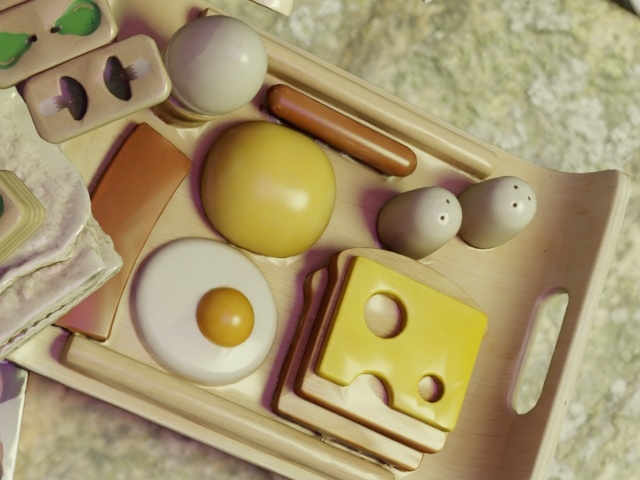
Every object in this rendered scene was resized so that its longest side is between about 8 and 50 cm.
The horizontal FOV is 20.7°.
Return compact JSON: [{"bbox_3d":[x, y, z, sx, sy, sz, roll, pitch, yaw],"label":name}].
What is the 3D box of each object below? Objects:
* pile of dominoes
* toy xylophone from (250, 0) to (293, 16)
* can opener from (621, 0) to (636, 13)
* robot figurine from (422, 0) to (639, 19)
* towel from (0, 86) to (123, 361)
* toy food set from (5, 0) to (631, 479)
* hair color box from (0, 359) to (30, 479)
[{"bbox_3d":[-0.208,-0.091,0.710,0.196,0.040,0.251,-42,85,4],"label":"pile of dominoes"},{"bbox_3d":[-0.087,-0.231,0.770,0.236,0.081,0.323,17,98,-4],"label":"toy xylophone"},{"bbox_3d":[0.263,-0.247,0.994,0.095,0.076,0.283,23,85,-16],"label":"can opener"},{"bbox_3d":[0.118,-0.289,0.881,0.299,0.200,0.354,3,89,-4],"label":"robot figurine"},{"bbox_3d":[-0.236,-0.040,0.786,0.187,0.049,0.282,-39,72,-13],"label":"towel"},{"bbox_3d":[0.000,0.000,0.877,0.306,0.092,0.220,25,69,-16],"label":"toy food set"},{"bbox_3d":[-0.183,0.079,0.869,0.072,0.043,0.141,8,89,-19],"label":"hair color box"}]
